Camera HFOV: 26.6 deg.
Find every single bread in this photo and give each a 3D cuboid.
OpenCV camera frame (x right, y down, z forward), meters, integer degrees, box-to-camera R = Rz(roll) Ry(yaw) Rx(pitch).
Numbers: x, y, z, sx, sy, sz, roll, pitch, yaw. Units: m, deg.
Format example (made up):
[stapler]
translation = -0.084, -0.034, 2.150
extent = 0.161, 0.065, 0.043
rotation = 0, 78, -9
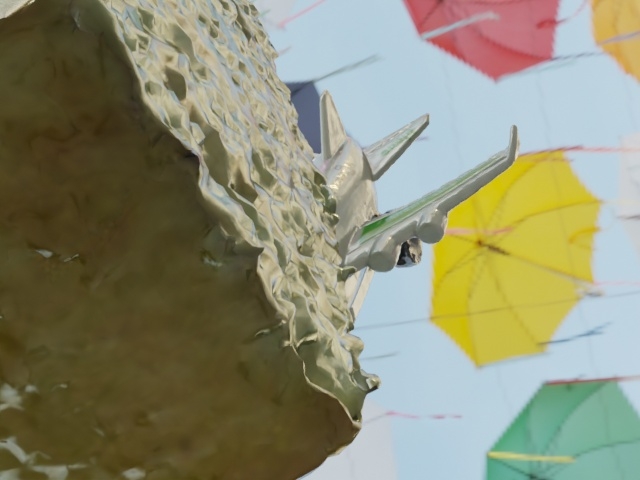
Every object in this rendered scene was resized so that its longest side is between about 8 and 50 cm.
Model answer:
[bread]
translation = -0.148, -0.028, 0.651
extent = 0.264, 0.395, 0.239
rotation = -33, -61, 10

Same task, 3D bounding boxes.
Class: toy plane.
[toy plane]
translation = 0.002, 0.004, 0.831
extent = 0.255, 0.251, 0.101
rotation = -73, -34, -53
